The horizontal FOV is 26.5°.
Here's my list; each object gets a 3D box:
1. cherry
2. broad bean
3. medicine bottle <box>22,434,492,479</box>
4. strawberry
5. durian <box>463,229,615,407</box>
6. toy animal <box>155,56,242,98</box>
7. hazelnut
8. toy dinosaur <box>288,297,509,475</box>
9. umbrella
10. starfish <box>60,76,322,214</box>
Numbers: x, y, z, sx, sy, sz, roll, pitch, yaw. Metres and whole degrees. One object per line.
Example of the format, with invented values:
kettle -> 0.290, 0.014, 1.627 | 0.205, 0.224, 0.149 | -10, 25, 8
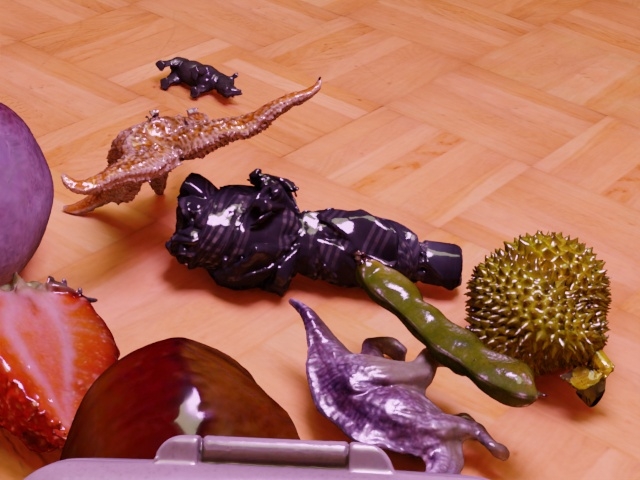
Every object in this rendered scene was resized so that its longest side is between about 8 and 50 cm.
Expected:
cherry -> -0.379, -0.048, 1.429 | 0.183, 0.213, 0.266 | 6, 4, 25
broad bean -> 0.120, 0.089, 1.329 | 0.052, 0.053, 0.256 | -31, 49, -23
medicine bottle -> -0.035, 0.275, 0.910 | 0.375, 0.282, 0.123 | 2, -7, 4
strawberry -> -0.260, 0.126, 1.281 | 0.174, 0.098, 0.228 | -3, 40, -49
durian -> 0.231, 0.069, 1.436 | 0.159, 0.146, 0.198 | 7, 27, 3
toy animal -> -0.168, -0.232, 1.954 | 0.136, 0.047, 0.065 | 17, 23, 26
hazelnut -> -0.110, 0.205, 1.086 | 0.217, 0.217, 0.251 | -14, 61, -33
toy dinosaur -> 0.077, 0.159, 1.316 | 0.162, 0.077, 0.294 | -5, 34, -35
umbrella -> -0.002, 0.004, 1.520 | 0.336, 0.128, 0.154 | 13, 28, 3
starfish -> -0.172, -0.110, 1.561 | 0.301, 0.084, 0.293 | -31, 4, -16
